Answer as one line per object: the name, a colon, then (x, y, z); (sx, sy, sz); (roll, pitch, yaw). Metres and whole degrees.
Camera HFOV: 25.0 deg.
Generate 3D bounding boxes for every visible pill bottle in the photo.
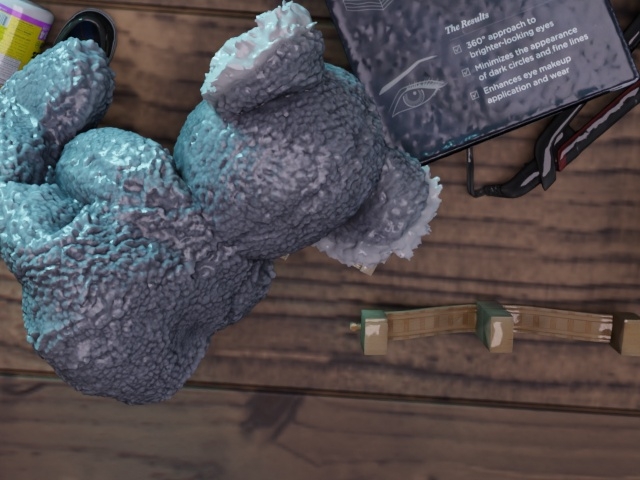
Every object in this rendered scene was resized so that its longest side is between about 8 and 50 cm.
pill bottle: (-0.204, -0.115, 0.920); (0.043, 0.043, 0.083); (24, 98, -5)

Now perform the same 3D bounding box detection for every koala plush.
koala plush: (-0.056, -0.026, 0.819); (0.221, 0.203, 0.196); (-25, 123, 17)

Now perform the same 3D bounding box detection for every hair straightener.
hair straightener: (0.175, -0.116, 0.939); (0.230, 0.047, 0.089); (-43, 84, 10)

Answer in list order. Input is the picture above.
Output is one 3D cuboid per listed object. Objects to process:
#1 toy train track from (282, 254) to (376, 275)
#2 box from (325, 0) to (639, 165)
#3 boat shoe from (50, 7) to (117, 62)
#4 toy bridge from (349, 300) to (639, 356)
toy train track: (0.000, 0.000, 0.959); (0.083, 0.014, 0.048); (29, 97, -6)
box: (0.093, -0.140, 0.880); (0.156, 0.093, 0.158); (-21, 92, 11)
boat shoe: (-0.171, -0.083, 0.927); (0.049, 0.040, 0.142); (22, 97, -5)
toy bridge: (0.113, 0.056, 0.946); (0.188, 0.063, 0.026); (1, 99, -3)
